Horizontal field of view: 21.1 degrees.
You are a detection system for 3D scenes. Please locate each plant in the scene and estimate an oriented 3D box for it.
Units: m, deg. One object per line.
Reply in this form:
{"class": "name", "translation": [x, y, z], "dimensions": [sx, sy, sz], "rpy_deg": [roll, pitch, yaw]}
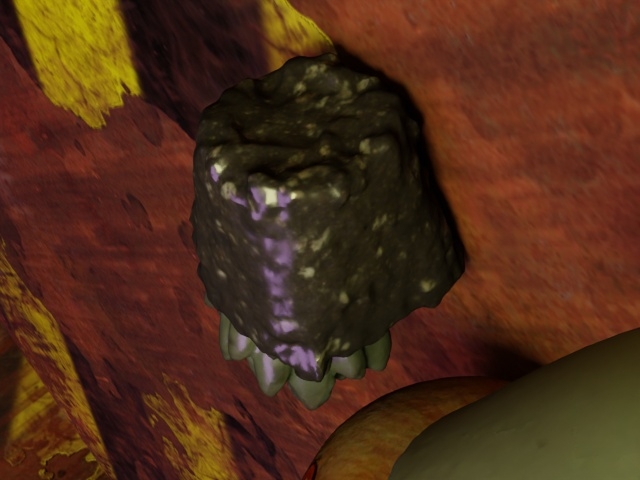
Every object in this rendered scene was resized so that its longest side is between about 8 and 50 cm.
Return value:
{"class": "plant", "translation": [0.000, 0.000, 0.953], "dimensions": [0.129, 0.132, 0.194], "rpy_deg": [44, 154, 34]}

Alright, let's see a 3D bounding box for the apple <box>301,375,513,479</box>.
{"class": "apple", "translation": [0.080, 0.181, 0.958], "dimensions": [0.211, 0.211, 0.188], "rpy_deg": [51, 155, 4]}

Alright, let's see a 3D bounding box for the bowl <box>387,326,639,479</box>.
{"class": "bowl", "translation": [0.203, 0.154, 0.572], "dimensions": [0.185, 0.354, 0.354], "rpy_deg": [-41, 85, 27]}
